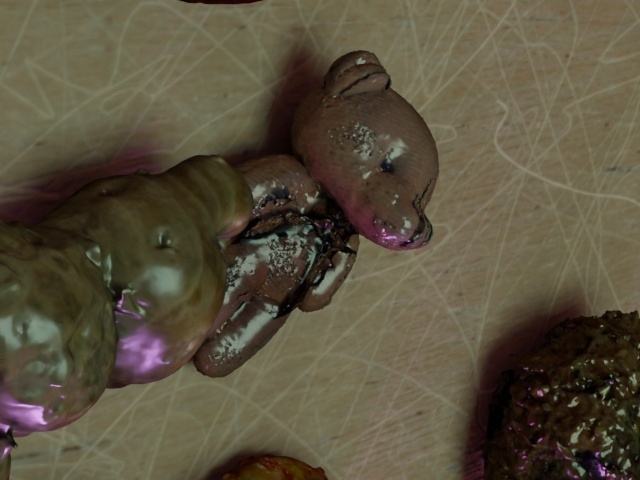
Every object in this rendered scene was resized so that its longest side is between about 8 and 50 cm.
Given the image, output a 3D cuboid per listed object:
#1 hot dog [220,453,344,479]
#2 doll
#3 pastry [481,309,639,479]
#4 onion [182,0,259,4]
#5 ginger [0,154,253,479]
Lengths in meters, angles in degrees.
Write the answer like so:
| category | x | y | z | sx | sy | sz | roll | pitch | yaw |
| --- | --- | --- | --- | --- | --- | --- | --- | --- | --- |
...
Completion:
| category | x | y | z | sx | sy | sz | roll | pitch | yaw |
| --- | --- | --- | --- | --- | --- | --- | --- | --- | --- |
| hot dog | -0.030 | 0.285 | 1.647 | 0.257 | 0.150 | 0.153 | 0 | 117 | -47 |
| doll | 0.000 | 0.000 | 1.544 | 0.303 | 0.156 | 0.201 | -53 | 144 | -9 |
| pastry | 0.298 | 0.208 | 1.918 | 0.275 | 0.193 | 0.274 | -19 | 118 | -41 |
| onion | -0.089 | -0.306 | 1.313 | 0.272 | 0.195 | 0.272 | 1 | 88 | -15 |
| ginger | -0.197 | 0.055 | 1.351 | 0.375 | 0.176 | 0.256 | -34 | 147 | -34 |
